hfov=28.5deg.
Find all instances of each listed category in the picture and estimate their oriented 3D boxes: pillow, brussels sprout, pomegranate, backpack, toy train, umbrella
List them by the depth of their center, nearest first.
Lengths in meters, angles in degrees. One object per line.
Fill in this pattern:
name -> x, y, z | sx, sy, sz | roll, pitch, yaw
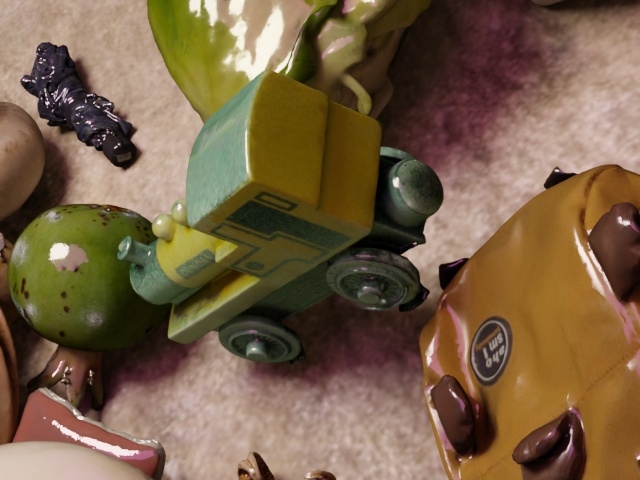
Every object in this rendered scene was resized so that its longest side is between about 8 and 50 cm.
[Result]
backpack -> 0.226, 0.133, 0.988 | 0.353, 0.201, 0.378 | -53, 44, 40
toy train -> -0.056, 0.001, 1.171 | 0.369, 0.237, 0.150 | -33, 43, 49
pillow -> -0.245, 0.257, 1.287 | 0.179, 0.075, 0.171 | 19, 94, 25
brussels sprout -> -0.024, -0.249, 1.353 | 0.314, 0.276, 0.371 | 8, 76, 18
pomegranate -> -0.252, 0.070, 1.360 | 0.181, 0.181, 0.224 | 25, 106, 36
umbrella -> -0.306, -0.164, 1.577 | 0.224, 0.071, 0.080 | 45, 117, 33

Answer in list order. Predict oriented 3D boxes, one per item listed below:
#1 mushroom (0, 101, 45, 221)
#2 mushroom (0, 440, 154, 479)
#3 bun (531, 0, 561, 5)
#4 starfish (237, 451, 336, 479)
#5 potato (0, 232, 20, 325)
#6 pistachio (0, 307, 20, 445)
mushroom -> -0.448, -0.096, 1.527 | 0.226, 0.178, 0.226 | -28, 21, 12
mushroom -> -0.256, 0.337, 1.077 | 0.315, 0.315, 0.356 | -16, 62, 20
bun -> 0.241, -0.337, 1.327 | 0.263, 0.175, 0.263 | 8, 40, -7
starfish -> -0.057, 0.292, 1.171 | 0.146, 0.074, 0.190 | 15, 71, 44
potato -> -0.428, 0.070, 1.489 | 0.243, 0.098, 0.138 | -14, 28, 33
pistachio -> -0.398, 0.161, 1.348 | 0.212, 0.163, 0.260 | 41, 124, 8
